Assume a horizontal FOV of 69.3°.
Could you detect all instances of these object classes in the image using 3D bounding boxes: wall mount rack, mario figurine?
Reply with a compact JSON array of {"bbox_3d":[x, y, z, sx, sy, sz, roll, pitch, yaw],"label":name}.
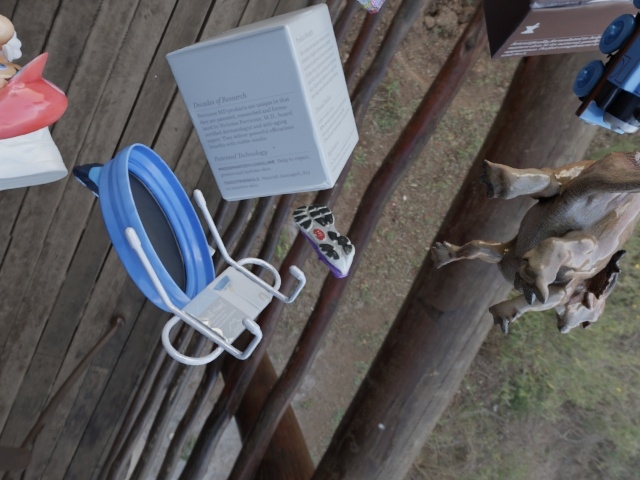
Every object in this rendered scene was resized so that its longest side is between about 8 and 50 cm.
[{"bbox_3d":[-0.204,0.064,0.913,0.304,0.350,0.130,35,123,4],"label":"wall mount rack"},{"bbox_3d":[-0.425,-0.235,0.482,0.321,0.170,0.197,29,52,-32],"label":"mario figurine"}]

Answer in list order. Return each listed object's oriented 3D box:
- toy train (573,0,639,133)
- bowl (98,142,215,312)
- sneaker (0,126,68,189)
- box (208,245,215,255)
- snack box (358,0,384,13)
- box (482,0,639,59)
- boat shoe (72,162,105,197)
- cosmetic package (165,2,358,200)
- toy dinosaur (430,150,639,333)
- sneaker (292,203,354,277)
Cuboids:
[{"bbox_3d":[0.342,-0.194,0.475,0.080,0.105,0.184,17,124,-11],"label":"toy train"},{"bbox_3d":[-0.357,-0.022,1.043,0.077,0.391,0.390,-21,115,2],"label":"bowl"},{"bbox_3d":[-0.700,-0.190,0.945,0.293,0.108,0.169,-19,88,-47],"label":"sneaker"},{"bbox_3d":[-0.471,0.018,1.449,0.232,0.127,0.148,42,74,-12],"label":"box"},{"bbox_3d":[0.139,-0.660,1.154,0.100,0.037,0.141,33,90,-26],"label":"snack box"},{"bbox_3d":[0.321,-0.462,0.631,0.191,0.143,0.380,-5,83,-3],"label":"box"},{"bbox_3d":[-0.543,-0.148,1.218,0.089,0.258,0.108,14,72,9],"label":"boat shoe"},{"bbox_3d":[-0.122,-0.365,1.235,0.328,0.329,0.393,-4,121,22],"label":"cosmetic package"},{"bbox_3d":[0.238,-0.009,0.430,0.201,0.127,0.295,-15,151,-11],"label":"toy dinosaur"},{"bbox_3d":[0.000,0.000,0.812,0.068,0.169,0.071,-17,139,-16],"label":"sneaker"}]
